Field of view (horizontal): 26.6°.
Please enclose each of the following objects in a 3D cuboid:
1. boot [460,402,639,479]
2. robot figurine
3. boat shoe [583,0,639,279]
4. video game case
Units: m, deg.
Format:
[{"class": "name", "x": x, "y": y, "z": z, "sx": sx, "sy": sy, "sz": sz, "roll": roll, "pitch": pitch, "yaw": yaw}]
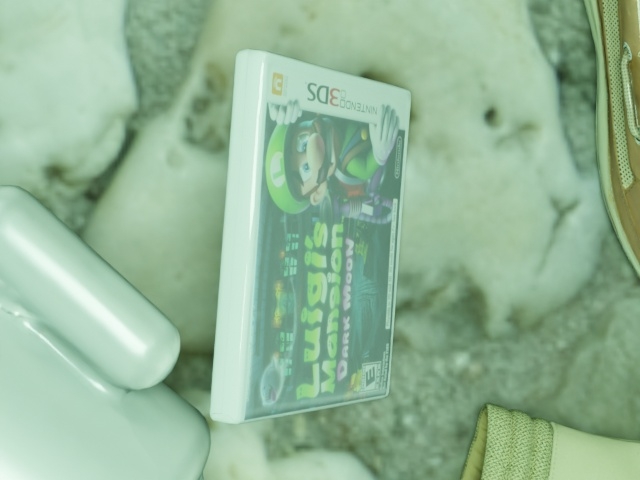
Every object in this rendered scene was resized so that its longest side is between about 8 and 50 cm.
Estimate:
[{"class": "boot", "x": 0.162, "y": 0.237, "z": 0.804, "sx": 0.203, "sy": 0.095, "sz": 0.262, "roll": 11, "pitch": 89, "yaw": -6}, {"class": "robot figurine", "x": -0.201, "y": 0.112, "z": 0.715, "sx": 0.353, "sy": 0.200, "sz": 0.300, "roll": 39, "pitch": 109, "yaw": -6}, {"class": "boat shoe", "x": 0.225, "y": -0.082, "z": 0.791, "sx": 0.123, "sy": 0.116, "sz": 0.324, "roll": -18, "pitch": 93, "yaw": -5}, {"class": "video game case", "x": 0.000, "y": 0.000, "z": 0.755, "sx": 0.022, "sy": 0.173, "sz": 0.190, "roll": 5, "pitch": 91, "yaw": 30}]
